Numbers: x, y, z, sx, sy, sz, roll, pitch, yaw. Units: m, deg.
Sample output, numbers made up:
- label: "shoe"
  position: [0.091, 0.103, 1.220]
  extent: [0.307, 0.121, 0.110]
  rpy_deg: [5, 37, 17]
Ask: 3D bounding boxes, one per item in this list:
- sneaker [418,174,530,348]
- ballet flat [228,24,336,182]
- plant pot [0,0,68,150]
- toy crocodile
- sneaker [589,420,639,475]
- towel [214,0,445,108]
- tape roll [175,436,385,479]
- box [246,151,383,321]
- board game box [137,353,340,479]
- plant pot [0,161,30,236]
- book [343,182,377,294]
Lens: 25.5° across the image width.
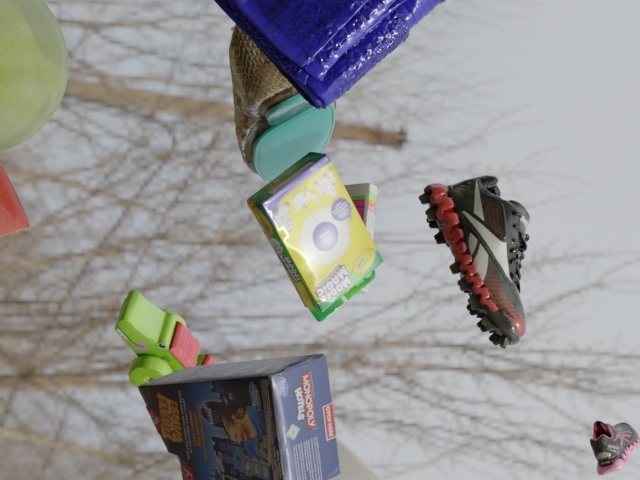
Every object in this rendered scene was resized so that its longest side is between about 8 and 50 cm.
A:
- label: "sneaker"
  position: [0.239, 0.017, 1.949]
  extent: [0.097, 0.135, 0.276]
  rpy_deg: [65, 4, -56]
- label: "ballet flat"
  position: [-0.066, -0.225, 2.053]
  extent: [0.182, 0.164, 0.483]
  rpy_deg: [63, -5, 9]
- label: "plant pot"
  position: [-0.525, -0.253, 2.008]
  extent: [0.293, 0.275, 0.275]
  rpy_deg: [-71, 165, -83]
- label: "toy crocodile"
  position: [-0.201, 0.207, 2.160]
  extent: [0.105, 0.340, 0.115]
  rpy_deg: [-14, -143, 26]
- label: "sneaker"
  position: [0.357, 0.241, 1.737]
  extent: [0.047, 0.119, 0.057]
  rpy_deg: [-29, -88, 25]
- label: "towel"
  position: [0.036, -0.295, 1.259]
  extent: [0.227, 0.308, 0.076]
  rpy_deg: [47, -8, 6]
- label: "tape roll"
  position: [0.003, 0.295, 1.421]
  extent: [0.392, 0.072, 0.392]
  rpy_deg: [39, -21, 18]
- label: "box"
  position: [0.000, 0.000, 1.637]
  extent: [0.043, 0.105, 0.179]
  rpy_deg: [16, -40, 56]
- label: "board game box"
  position: [-0.067, 0.176, 1.164]
  extent: [0.194, 0.060, 0.194]
  rpy_deg: [11, -68, 49]
- label: "plant pot"
  position: [-0.475, -0.079, 1.321]
  extent: [0.267, 0.267, 0.236]
  rpy_deg: [-7, -79, 49]
- label: "book"
  position: [0.023, 0.001, 1.823]
  extent: [0.096, 0.035, 0.144]
  rpy_deg: [-7, -112, 35]
